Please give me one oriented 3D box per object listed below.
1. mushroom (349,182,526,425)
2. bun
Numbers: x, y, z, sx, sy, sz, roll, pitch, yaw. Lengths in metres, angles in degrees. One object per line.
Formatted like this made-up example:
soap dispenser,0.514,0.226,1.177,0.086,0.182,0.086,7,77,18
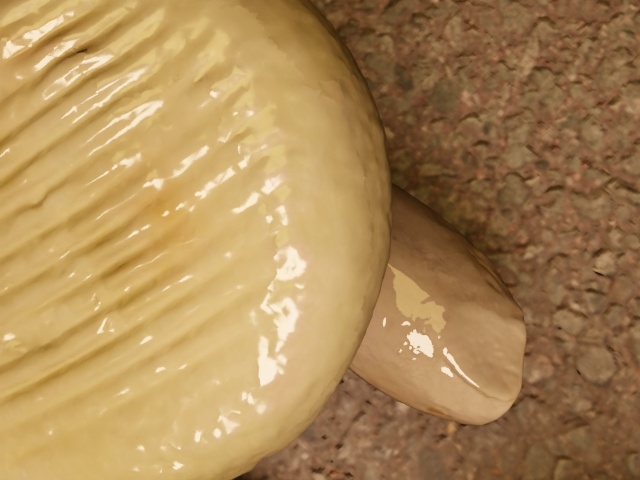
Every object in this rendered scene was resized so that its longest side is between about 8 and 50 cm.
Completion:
mushroom,0.000,0.000,0.745,0.350,0.128,0.128,33,80,18
bun,-0.130,-0.012,0.631,0.361,0.213,0.361,2,99,13
